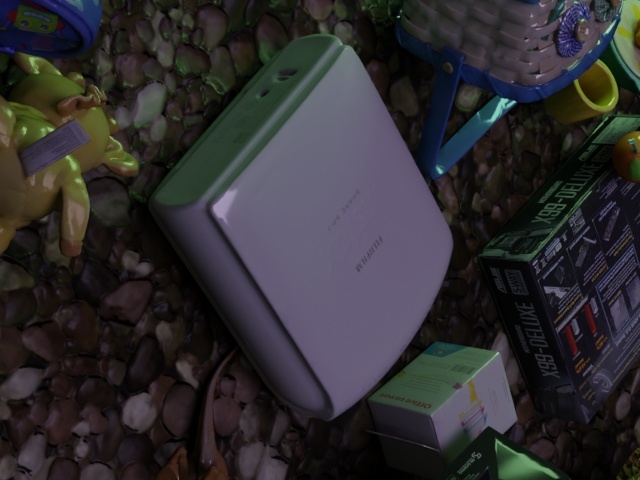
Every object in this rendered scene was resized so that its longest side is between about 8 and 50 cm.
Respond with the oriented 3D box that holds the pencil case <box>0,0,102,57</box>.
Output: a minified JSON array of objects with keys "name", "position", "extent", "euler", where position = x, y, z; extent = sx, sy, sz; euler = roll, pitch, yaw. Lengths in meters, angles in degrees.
[{"name":"pencil case","position":[-0.207,-0.279,1.108],"extent":[0.119,0.133,0.306],"euler":[20,66,-28]}]

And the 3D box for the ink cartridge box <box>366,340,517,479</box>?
[{"name":"ink cartridge box","position":[0.124,0.185,1.555],"extent":[0.143,0.092,0.090],"euler":[-36,119,-36]}]

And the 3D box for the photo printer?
[{"name":"photo printer","position":[0.000,0.000,1.393],"extent":[0.256,0.107,0.307],"euler":[-51,127,-31]}]

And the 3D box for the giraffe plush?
[{"name":"giraffe plush","position":[-0.235,-0.075,1.124],"extent":[0.170,0.210,0.181],"euler":[-55,132,-65]}]

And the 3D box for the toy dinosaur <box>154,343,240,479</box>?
[{"name":"toy dinosaur","position":[-0.108,0.205,1.357],"extent":[0.112,0.064,0.212],"euler":[-16,103,-77]}]

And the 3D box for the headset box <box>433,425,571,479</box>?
[{"name":"headset box","position":[0.137,0.348,1.490],"extent":[0.218,0.110,0.293],"euler":[-38,147,-36]}]

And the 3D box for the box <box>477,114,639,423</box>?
[{"name":"box","position":[0.337,0.029,1.765],"extent":[0.307,0.076,0.242],"euler":[-44,124,-33]}]

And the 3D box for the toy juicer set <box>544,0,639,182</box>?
[{"name":"toy juicer set","position":[0.404,-0.205,1.728],"extent":[0.209,0.089,0.329],"euler":[45,51,-12]}]

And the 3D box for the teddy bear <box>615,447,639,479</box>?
[{"name":"teddy bear","position":[0.340,0.380,1.751],"extent":[0.338,0.113,0.245],"euler":[-32,153,-46]}]

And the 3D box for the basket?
[{"name":"basket","position":[0.193,-0.223,1.522],"extent":[0.255,0.201,0.289],"euler":[-45,160,-34]}]
